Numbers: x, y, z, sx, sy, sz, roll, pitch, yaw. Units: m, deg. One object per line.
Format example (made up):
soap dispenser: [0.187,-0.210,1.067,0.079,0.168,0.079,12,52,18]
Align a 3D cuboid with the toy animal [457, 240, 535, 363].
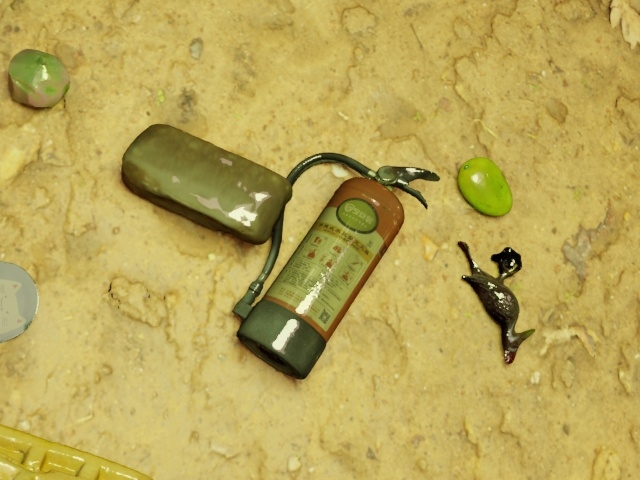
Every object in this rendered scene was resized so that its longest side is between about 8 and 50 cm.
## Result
toy animal: [0.281,0.092,1.146,0.105,0.070,0.202,-9,80,-4]

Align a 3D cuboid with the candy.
candy: [-0.162,-0.078,1.031,0.234,0.102,0.104,26,71,-1]

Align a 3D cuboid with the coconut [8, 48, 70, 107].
coconut: [-0.397,-0.228,1.029,0.082,0.081,0.083,3,63,-27]

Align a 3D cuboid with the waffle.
waffle: [-0.317,0.318,0.825,0.221,0.248,0.055,21,107,-8]

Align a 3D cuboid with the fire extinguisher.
fire extinguisher: [0.004,-0.002,1.058,0.200,0.113,0.376,37,69,-3]

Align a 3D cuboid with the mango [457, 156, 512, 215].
mango: [0.268,-0.085,1.183,0.108,0.056,0.073,44,74,-4]

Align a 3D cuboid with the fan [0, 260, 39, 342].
fan: [-0.465,0.087,0.963,0.175,0.005,0.113,-10,78,-17]
